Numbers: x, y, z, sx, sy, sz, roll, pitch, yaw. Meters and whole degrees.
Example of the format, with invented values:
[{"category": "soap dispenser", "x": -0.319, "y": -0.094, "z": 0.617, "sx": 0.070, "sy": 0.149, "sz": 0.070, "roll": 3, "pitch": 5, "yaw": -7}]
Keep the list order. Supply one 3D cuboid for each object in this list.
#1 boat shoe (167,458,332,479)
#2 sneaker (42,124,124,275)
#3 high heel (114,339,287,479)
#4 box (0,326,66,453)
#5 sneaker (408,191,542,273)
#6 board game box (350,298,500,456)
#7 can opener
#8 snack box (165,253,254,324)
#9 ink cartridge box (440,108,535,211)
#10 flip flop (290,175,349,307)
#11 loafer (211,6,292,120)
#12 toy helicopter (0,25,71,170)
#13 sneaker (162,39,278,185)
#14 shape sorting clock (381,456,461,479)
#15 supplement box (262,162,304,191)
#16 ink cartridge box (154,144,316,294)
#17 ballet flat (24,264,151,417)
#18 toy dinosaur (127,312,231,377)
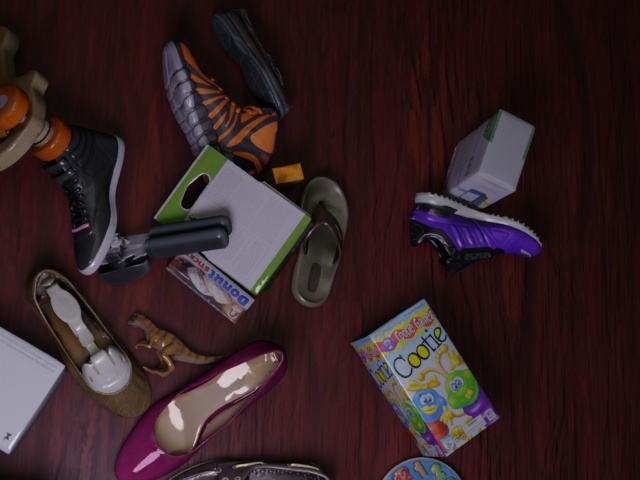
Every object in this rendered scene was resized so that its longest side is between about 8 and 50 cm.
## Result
[{"category": "boat shoe", "x": -0.138, "y": 0.470, "z": 1.726, "sx": 0.325, "sy": 0.097, "sz": 0.116, "roll": 0, "pitch": 77, "yaw": -14}, {"category": "sneaker", "x": -0.467, "y": -0.086, "z": 1.740, "sx": 0.147, "sy": 0.105, "sz": 0.295, "roll": 24, "pitch": 62, "yaw": -45}, {"category": "high heel", "x": -0.224, "y": 0.314, "z": 1.696, "sx": 0.377, "sy": 0.181, "sz": 0.127, "roll": -42, "pitch": 90, "yaw": -19}, {"category": "box", "x": -0.583, "y": 0.263, "z": 1.651, "sx": 0.181, "sy": 0.119, "sz": 0.182, "roll": 33, "pitch": 72, "yaw": -5}, {"category": "sneaker", "x": 0.321, "y": 0.010, "z": 1.955, "sx": 0.293, "sy": 0.102, "sz": 0.146, "roll": 18, "pitch": 78, "yaw": -4}, {"category": "board game box", "x": 0.206, "y": 0.278, "z": 1.833, "sx": 0.142, "sy": 0.144, "sz": 0.275, "roll": -31, "pitch": 86, "yaw": -18}, {"category": "can opener", "x": -0.301, "y": 0.013, "z": 1.757, "sx": 0.280, "sy": 0.093, "sz": 0.074, "roll": -13, "pitch": 39, "yaw": 15}, {"category": "snack box", "x": -0.221, "y": 0.088, "z": 1.834, "sx": 0.178, "sy": 0.022, "sz": 0.064, "roll": 40, "pitch": 70, "yaw": -2}, {"category": "ink cartridge box", "x": 0.348, "y": -0.161, "z": 1.936, "sx": 0.093, "sy": 0.212, "sz": 0.154, "roll": 24, "pitch": 72, "yaw": -11}, {"category": "flip flop", "x": 0.000, "y": 0.000, "z": 1.879, "sx": 0.112, "sy": 0.080, "sz": 0.277, "roll": 14, "pitch": 74, "yaw": -11}, {"category": "loafer", "x": -0.128, "y": -0.382, "z": 1.933, "sx": 0.084, "sy": 0.096, "sz": 0.267, "roll": -31, "pitch": 84, "yaw": -24}, {"category": "toy helicopter", "x": -0.618, "y": -0.268, "z": 1.738, "sx": 0.235, "sy": 0.140, "sz": 0.355, "roll": -29, "pitch": 53, "yaw": 16}, {"category": "sneaker", "x": -0.199, "y": -0.273, "z": 1.884, "sx": 0.180, "sy": 0.124, "sz": 0.321, "roll": -23, "pitch": 94, "yaw": -22}, {"category": "shape sorting clock", "x": 0.203, "y": 0.538, "z": 1.826, "sx": 0.206, "sy": 0.040, "sz": 0.206, "roll": 3, "pitch": 77, "yaw": -13}, {"category": "supplement box", "x": -0.077, "y": -0.127, "z": 1.879, "sx": 0.062, "sy": 0.098, "sz": 0.036, "roll": -13, "pitch": 84, "yaw": -18}, {"category": "ink cartridge box", "x": -0.166, "y": -0.042, "z": 1.813, "sx": 0.255, "sy": 0.097, "sz": 0.188, "roll": 36, "pitch": 92, "yaw": 6}, {"category": "ballet flat", "x": -0.434, "y": 0.185, "z": 1.704, "sx": 0.116, "sy": 0.124, "sz": 0.342, "roll": -33, "pitch": 87, "yaw": -18}, {"category": "toy dinosaur", "x": -0.285, "y": 0.214, "z": 1.767, "sx": 0.212, "sy": 0.064, "sz": 0.112, "roll": 31, "pitch": 71, "yaw": -6}]
